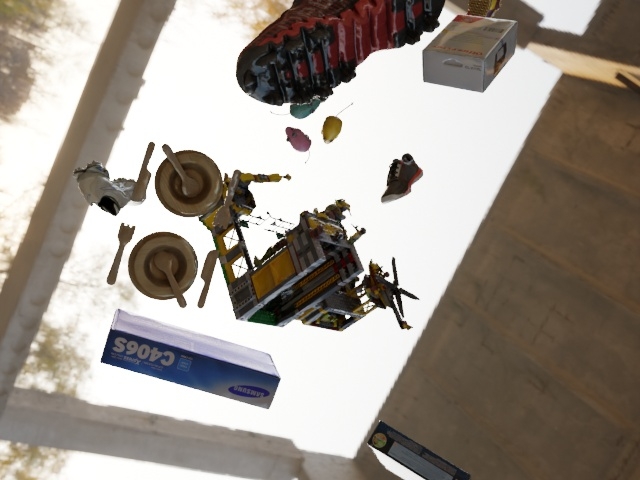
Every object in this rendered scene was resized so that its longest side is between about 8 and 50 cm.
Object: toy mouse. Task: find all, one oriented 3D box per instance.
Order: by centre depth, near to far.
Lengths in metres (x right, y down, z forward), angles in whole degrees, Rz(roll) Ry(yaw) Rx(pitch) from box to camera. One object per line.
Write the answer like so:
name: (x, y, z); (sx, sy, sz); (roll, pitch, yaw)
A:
toy mouse: (-0.033, -0.221, 1.412); (0.031, 0.143, 0.161); (-83, -164, -54)

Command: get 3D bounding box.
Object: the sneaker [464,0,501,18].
sneaker: (0.360, -0.504, 1.624); (0.084, 0.069, 0.185); (-38, 168, -24)

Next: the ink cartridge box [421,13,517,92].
ink cartridge box: (0.287, -0.363, 1.405); (0.127, 0.072, 0.175); (18, -134, 27)

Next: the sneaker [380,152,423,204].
sneaker: (0.145, -0.121, 1.401); (0.061, 0.065, 0.158); (-18, -162, 33)

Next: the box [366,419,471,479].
box: (0.168, 0.379, 1.199); (0.159, 0.233, 0.044); (26, -108, 23)

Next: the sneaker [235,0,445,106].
sneaker: (0.007, -0.246, 0.826); (0.135, 0.276, 0.097); (43, -24, 31)

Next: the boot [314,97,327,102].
boot: (-0.009, -0.423, 1.771); (0.083, 0.161, 0.246); (-22, -107, 12)

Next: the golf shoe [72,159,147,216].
golf shoe: (-0.371, -0.074, 1.306); (0.069, 0.176, 0.086); (-25, -110, 18)

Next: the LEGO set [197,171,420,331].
LEGO set: (0.000, 0.000, 1.066); (0.192, 0.331, 0.255); (-37, -131, 28)

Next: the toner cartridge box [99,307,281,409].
toner cartridge box: (-0.264, 0.240, 1.491); (0.165, 0.348, 0.075); (-138, -113, -75)

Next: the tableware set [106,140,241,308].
tableware set: (-0.177, -0.019, 0.899); (0.039, 0.128, 0.194); (-169, -85, -72)
